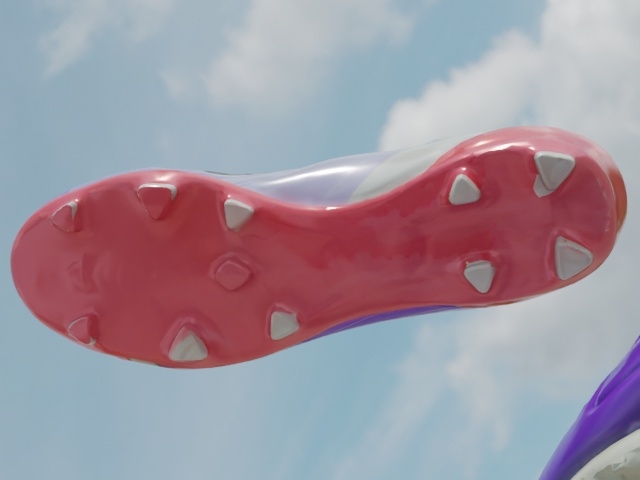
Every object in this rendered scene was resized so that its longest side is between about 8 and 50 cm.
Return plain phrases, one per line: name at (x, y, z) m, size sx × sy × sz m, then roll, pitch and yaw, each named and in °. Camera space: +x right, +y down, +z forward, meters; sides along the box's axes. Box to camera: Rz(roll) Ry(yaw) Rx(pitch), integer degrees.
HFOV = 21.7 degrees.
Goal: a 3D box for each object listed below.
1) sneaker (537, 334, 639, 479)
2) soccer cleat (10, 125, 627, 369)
sneaker at (0.162, 0.015, 0.507) m, size 0.293 × 0.102 × 0.146 m, roll -57°, pitch 6°, yaw 38°
soccer cleat at (0.000, 0.000, 0.678) m, size 0.248 × 0.083 × 0.095 m, roll -9°, pitch 5°, yaw 11°
